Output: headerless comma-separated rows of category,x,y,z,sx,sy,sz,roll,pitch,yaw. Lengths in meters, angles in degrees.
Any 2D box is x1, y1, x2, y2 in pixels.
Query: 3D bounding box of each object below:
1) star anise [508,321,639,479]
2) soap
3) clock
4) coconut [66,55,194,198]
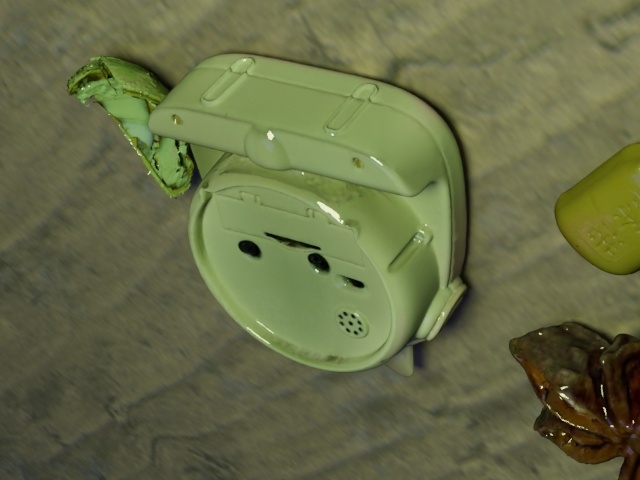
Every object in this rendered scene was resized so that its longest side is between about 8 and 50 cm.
star anise,0.276,0.158,1.352,0.214,0.099,0.220,11,140,51
soap,0.241,-0.022,1.238,0.089,0.045,0.140,45,141,-2
clock,0.000,0.000,1.401,0.265,0.108,0.324,13,135,28
coconut,-0.168,-0.119,1.456,0.133,0.055,0.158,37,159,20
